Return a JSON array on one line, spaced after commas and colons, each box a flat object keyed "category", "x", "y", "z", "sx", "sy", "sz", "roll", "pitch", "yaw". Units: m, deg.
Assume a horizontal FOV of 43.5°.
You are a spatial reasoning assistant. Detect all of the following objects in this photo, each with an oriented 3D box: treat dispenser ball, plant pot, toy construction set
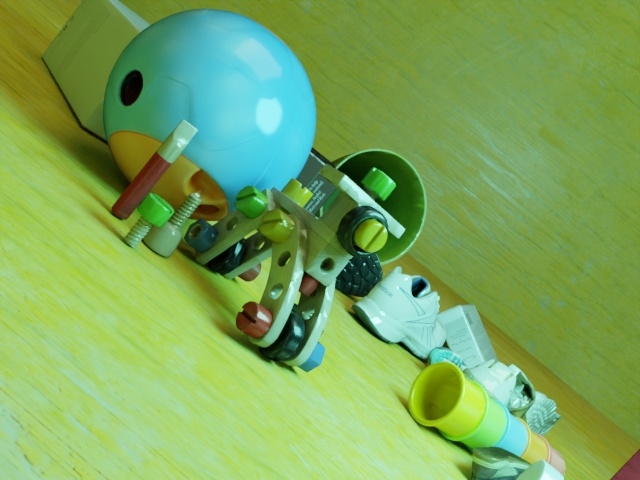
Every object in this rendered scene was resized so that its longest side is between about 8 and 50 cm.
[{"category": "treat dispenser ball", "x": -0.150, "y": -0.169, "z": 1.101, "sx": 0.288, "sy": 0.288, "sz": 0.288, "roll": 39, "pitch": 8, "yaw": -6}, {"category": "plant pot", "x": 0.072, "y": -0.092, "z": 1.992, "sx": 0.275, "sy": 0.274, "sz": 0.293, "roll": 36, "pitch": -7, "yaw": -22}, {"category": "toy construction set", "x": -0.053, "y": -0.030, "z": 0.943, "sx": 0.309, "sy": 0.237, "sz": 0.257, "roll": 37, "pitch": 8, "yaw": -13}]

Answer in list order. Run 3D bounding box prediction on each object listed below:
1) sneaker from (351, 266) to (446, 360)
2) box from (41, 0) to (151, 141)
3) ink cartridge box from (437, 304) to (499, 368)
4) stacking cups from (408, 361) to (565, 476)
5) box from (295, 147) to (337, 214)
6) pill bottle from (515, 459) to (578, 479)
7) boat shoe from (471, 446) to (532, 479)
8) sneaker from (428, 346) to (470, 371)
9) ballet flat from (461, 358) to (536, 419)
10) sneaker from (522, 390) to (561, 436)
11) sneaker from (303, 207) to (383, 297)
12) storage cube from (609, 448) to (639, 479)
[{"category": "sneaker", "x": 0.179, "y": 0.138, "z": 1.498, "sx": 0.111, "sy": 0.129, "sz": 0.297, "roll": 43, "pitch": 7, "yaw": 32}, {"category": "box", "x": -0.312, "y": -0.270, "z": 1.375, "sx": 0.215, "sy": 0.168, "sz": 0.345, "roll": 34, "pitch": 9, "yaw": -39}, {"category": "ink cartridge box", "x": 0.363, "y": 0.275, "z": 1.830, "sx": 0.261, "sy": 0.066, "sz": 0.296, "roll": 67, "pitch": 14, "yaw": 11}, {"category": "stacking cups", "x": 0.265, "y": 0.281, "z": 1.186, "sx": 0.316, "sy": 0.096, "sz": 0.096, "roll": 34, "pitch": 9, "yaw": -34}, {"category": "box", "x": -0.075, "y": -0.136, "z": 1.723, "sx": 0.167, "sy": 0.168, "sz": 0.203, "roll": 38, "pitch": 8, "yaw": -13}, {"category": "pill bottle", "x": 0.313, "y": 0.353, "z": 0.959, "sx": 0.180, "sy": 0.108, "sz": 0.108, "roll": 40, "pitch": 7, "yaw": 5}, {"category": "boat shoe", "x": 0.240, "y": 0.310, "z": 1.086, "sx": 0.056, "sy": 0.049, "sz": 0.152, "roll": 21, "pitch": -2, "yaw": 41}, {"category": "sneaker", "x": 0.226, "y": 0.227, "z": 1.480, "sx": 0.076, "sy": 0.065, "sz": 0.166, "roll": 44, "pitch": -1, "yaw": 37}, {"category": "ballet flat", "x": 0.303, "y": 0.264, "z": 1.407, "sx": 0.123, "sy": 0.123, "sz": 0.349, "roll": 43, "pitch": 9, "yaw": 28}, {"category": "sneaker", "x": 0.426, "y": 0.344, "z": 1.646, "sx": 0.095, "sy": 0.090, "sz": 0.235, "roll": 47, "pitch": -1, "yaw": 29}, {"category": "sneaker", "x": 0.000, "y": 0.000, "z": 1.561, "sx": 0.283, "sy": 0.107, "sz": 0.124, "roll": 37, "pitch": 2, "yaw": -18}, {"category": "storage cube", "x": 0.605, "y": 0.473, "z": 1.341, "sx": 0.215, "sy": 0.193, "sz": 0.183, "roll": 37, "pitch": 8, "yaw": -24}]
